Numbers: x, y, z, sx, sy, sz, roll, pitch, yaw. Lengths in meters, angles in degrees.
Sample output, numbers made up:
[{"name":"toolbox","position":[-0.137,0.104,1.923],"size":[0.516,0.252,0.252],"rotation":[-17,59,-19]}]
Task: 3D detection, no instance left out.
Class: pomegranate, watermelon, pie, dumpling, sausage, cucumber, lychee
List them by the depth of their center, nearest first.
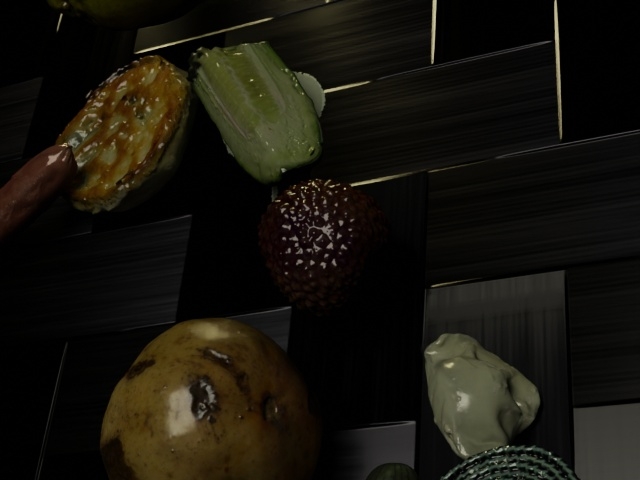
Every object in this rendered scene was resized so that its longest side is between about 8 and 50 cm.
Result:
[{"name":"watermelon","position":[0.084,0.325,1.377],"size":[0.078,0.078,0.111],"rotation":[5,63,31]},{"name":"dumpling","position":[0.206,0.198,1.401],"size":[0.134,0.100,0.169],"rotation":[-1,27,-15]},{"name":"pomegranate","position":[-0.138,0.241,1.432],"size":[0.281,0.281,0.281],"rotation":[-14,54,20]},{"name":"lychee","position":[0.000,0.000,1.567],"size":[0.188,0.188,0.188],"rotation":[-14,54,20]},{"name":"cucumber","position":[-0.089,-0.189,1.793],"size":[0.145,0.105,0.325],"rotation":[-14,47,-23]},{"name":"sausage","position":[-0.564,-0.020,1.920],"size":[0.433,0.088,0.088],"rotation":[-37,48,19]},{"name":"pie","position":[-0.335,-0.175,1.937],"size":[0.315,0.092,0.315],"rotation":[-18,51,24]}]

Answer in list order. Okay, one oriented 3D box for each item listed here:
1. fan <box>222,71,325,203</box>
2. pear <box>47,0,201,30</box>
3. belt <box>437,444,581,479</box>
[{"name":"fan","position":[-0.078,-0.154,1.832],"size":[0.190,0.009,0.329],"rotation":[-15,53,18]},{"name":"pear","position":[-0.335,-0.567,2.051],"size":[0.352,0.352,0.413],"rotation":[16,58,35]},{"name":"belt","position":[0.198,0.357,1.249],"size":[0.257,0.150,0.207],"rotation":[-50,42,-11]}]
